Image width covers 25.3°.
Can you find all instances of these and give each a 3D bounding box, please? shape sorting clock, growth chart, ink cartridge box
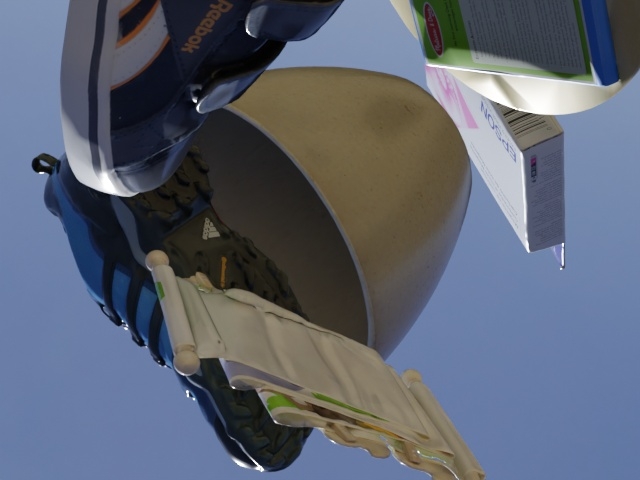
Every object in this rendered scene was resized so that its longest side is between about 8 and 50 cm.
[{"bbox_3d":[0.103,-0.164,0.807,0.206,0.206,0.040,25,-130,30],"label":"shape sorting clock"},{"bbox_3d":[-0.002,0.088,0.917,0.237,0.021,0.172,26,-163,-19],"label":"growth chart"},{"bbox_3d":[0.229,-0.153,1.916,0.071,0.330,0.324,-23,-123,-6],"label":"ink cartridge box"}]

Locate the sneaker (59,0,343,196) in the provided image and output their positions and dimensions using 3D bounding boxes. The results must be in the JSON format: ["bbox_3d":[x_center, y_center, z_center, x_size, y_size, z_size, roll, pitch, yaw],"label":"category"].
[{"bbox_3d":[-0.042,-0.131,0.668,0.127,0.321,0.126,20,-134,4],"label":"sneaker"}]

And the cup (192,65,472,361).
[{"bbox_3d":[0.011,-0.042,1.407,0.331,0.331,0.237,28,-132,37],"label":"cup"}]

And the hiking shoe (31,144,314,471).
[{"bbox_3d":[-0.107,0.043,1.106,0.113,0.304,0.132,-27,180,-42],"label":"hiking shoe"}]
